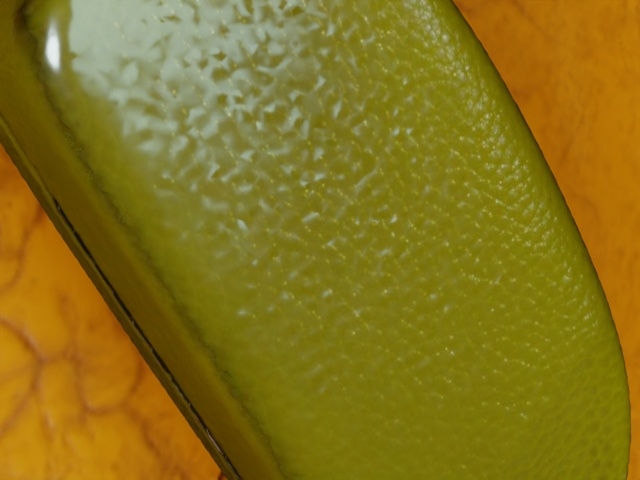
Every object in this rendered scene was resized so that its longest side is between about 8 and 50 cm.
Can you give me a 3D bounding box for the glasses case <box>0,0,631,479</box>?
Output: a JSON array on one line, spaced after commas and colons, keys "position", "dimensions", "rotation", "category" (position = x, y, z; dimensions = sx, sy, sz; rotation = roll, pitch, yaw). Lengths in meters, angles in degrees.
[{"position": [0.000, 0.000, 0.728], "dimensions": [0.173, 0.141, 0.371], "rotation": [-39, 117, -16], "category": "glasses case"}]
